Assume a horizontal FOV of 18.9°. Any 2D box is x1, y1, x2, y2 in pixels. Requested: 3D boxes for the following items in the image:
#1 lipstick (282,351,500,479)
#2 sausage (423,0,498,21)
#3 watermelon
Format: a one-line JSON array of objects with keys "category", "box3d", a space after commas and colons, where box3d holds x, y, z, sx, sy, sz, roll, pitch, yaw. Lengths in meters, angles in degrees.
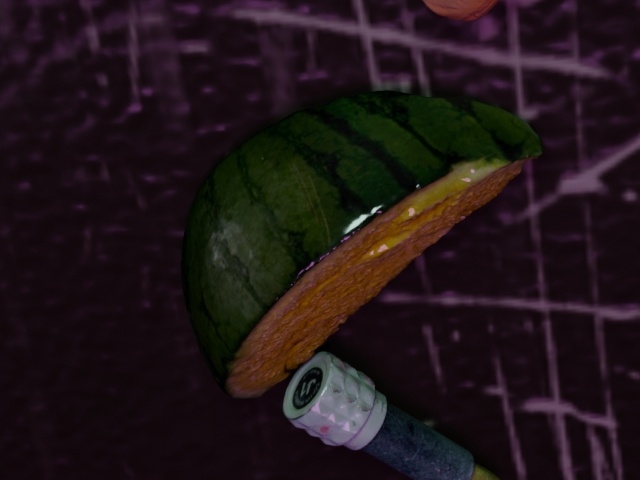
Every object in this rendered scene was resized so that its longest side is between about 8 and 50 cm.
[{"category": "lipstick", "box3d": [0.037, 0.092, 0.877, 0.116, 0.037, 0.037, 33, 121, -26]}, {"category": "sausage", "box3d": [0.069, -0.118, 0.717, 0.034, 0.034, 0.083, 29, 121, -18]}, {"category": "watermelon", "box3d": [-0.007, -0.008, 0.804, 0.181, 0.075, 0.092, -44, 158, 30]}]
